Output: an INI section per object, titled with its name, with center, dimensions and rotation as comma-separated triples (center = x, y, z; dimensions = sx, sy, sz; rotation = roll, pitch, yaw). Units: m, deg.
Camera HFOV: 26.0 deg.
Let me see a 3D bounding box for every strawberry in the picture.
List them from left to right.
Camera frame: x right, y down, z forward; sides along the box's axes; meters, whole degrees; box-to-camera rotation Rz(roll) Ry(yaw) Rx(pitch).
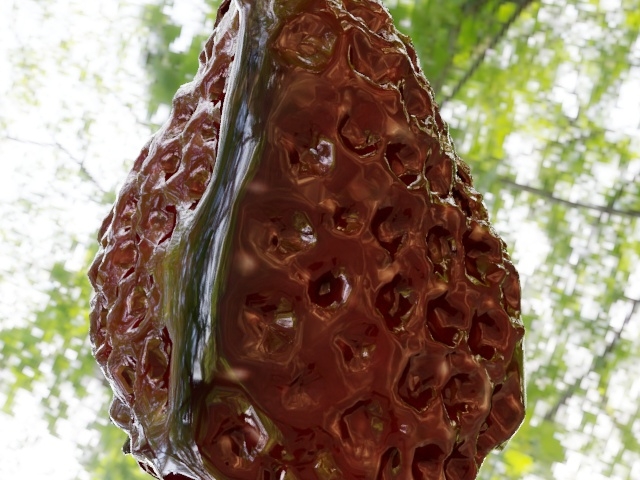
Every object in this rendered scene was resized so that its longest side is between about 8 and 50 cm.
[strawberry]
center = 0.000, 0.000, 0.888
dimensions = 0.317, 0.295, 0.345
rotation = -60, -20, -73
